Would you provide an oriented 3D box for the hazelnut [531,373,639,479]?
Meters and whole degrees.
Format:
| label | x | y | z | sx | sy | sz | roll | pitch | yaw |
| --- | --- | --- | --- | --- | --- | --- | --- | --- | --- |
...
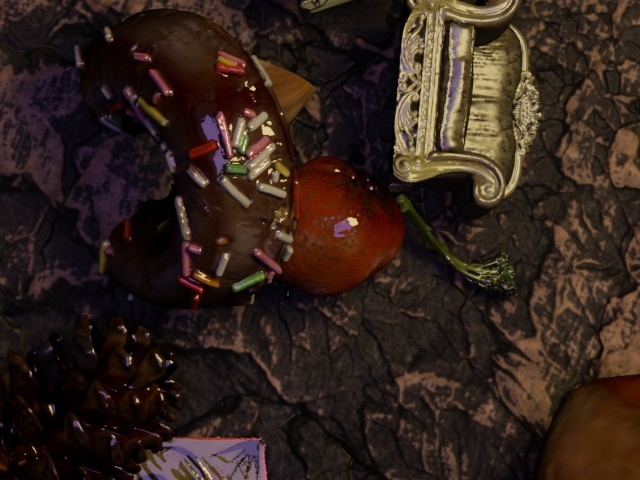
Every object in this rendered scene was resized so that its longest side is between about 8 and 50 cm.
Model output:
| label | x | y | z | sx | sy | sz | roll | pitch | yaw |
| --- | --- | --- | --- | --- | --- | --- | --- | --- | --- |
| hazelnut | 0.380 | 0.328 | 1.570 | 0.366 | 0.366 | 0.366 | 0 | 88 | -1 |

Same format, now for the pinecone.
| label | x | y | z | sx | sy | sz | roll | pitch | yaw |
| --- | --- | --- | --- | --- | --- | --- | --- | --- | --- |
| pinecone | -0.286 | 0.188 | 1.597 | 0.292 | 0.246 | 0.246 | -30 | 89 | -25 |

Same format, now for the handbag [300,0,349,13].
| label | x | y | z | sx | sy | sz | roll | pitch | yaw |
| --- | --- | --- | --- | --- | --- | --- | --- | --- | --- |
| handbag | 0.035 | -0.345 | 1.648 | 0.315 | 0.241 | 0.109 | -17 | 133 | 0 |

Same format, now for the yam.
| label | x | y | z | sx | sy | sz | roll | pitch | yaw |
| --- | --- | --- | --- | --- | --- | --- | --- | --- | --- |
| yam | -0.349 | 0.156 | 1.698 | 0.129 | 0.027 | 0.033 | -37 | 49 | 0 |

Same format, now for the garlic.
| label | x | y | z | sx | sy | sz | roll | pitch | yaw |
| --- | --- | --- | --- | --- | --- | --- | --- | --- | --- |
| garlic | -0.112 | -0.168 | 1.687 | 0.195 | 0.087 | 0.101 | 20 | 74 | 3 |

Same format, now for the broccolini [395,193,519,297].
| label | x | y | z | sx | sy | sz | roll | pitch | yaw |
| --- | --- | --- | --- | --- | --- | --- | --- | --- | --- |
| broccolini | 0.151 | 0.012 | 1.679 | 0.194 | 0.054 | 0.052 | 32 | 131 | -22 |

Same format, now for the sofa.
| label | x | y | z | sx | sy | sz | roll | pitch | yaw |
| --- | --- | --- | --- | --- | --- | --- | --- | --- | --- |
| sofa | 0.173 | -0.159 | 1.631 | 0.182 | 0.200 | 0.258 | 5 | 87 | 2 |

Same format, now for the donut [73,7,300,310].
| label | x | y | z | sx | sy | sz | roll | pitch | yaw |
| --- | --- | --- | --- | --- | --- | --- | --- | --- | --- |
| donut | -0.142 | -0.071 | 1.568 | 0.136 | 0.259 | 0.345 | -19 | 114 | -37 |

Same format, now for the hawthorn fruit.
| label | x | y | z | sx | sy | sz | roll | pitch | yaw |
| --- | --- | --- | --- | --- | --- | --- | --- | --- | --- |
| hawthorn fruit | 0.000 | 0.000 | 1.651 | 0.157 | 0.157 | 0.194 | 37 | 125 | 0 |

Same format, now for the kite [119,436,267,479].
| label | x | y | z | sx | sy | sz | roll | pitch | yaw |
| --- | --- | --- | --- | --- | --- | --- | --- | --- | --- |
| kite | -0.176 | 0.354 | 1.703 | 0.377 | 0.013 | 0.327 | 41 | 87 | 1 |
